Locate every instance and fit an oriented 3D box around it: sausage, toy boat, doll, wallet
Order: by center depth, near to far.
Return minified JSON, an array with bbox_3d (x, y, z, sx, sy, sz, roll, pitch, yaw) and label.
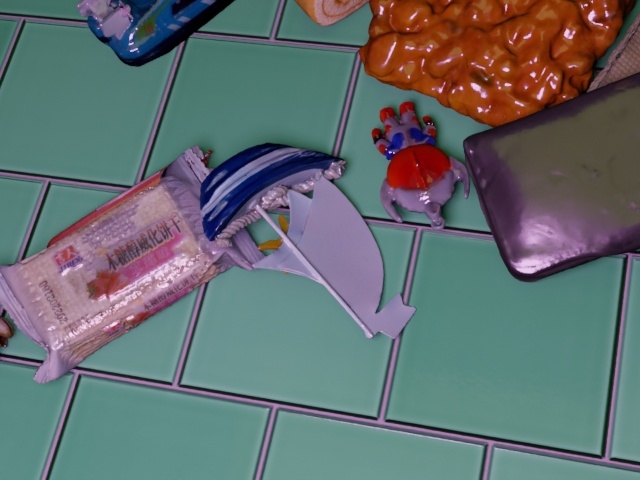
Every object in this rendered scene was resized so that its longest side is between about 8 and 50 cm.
[{"bbox_3d":[0.364,-0.093,1.272,0.377,0.051,0.197,-21,77,12],"label":"wallet"},{"bbox_3d":[0.000,0.000,1.329,0.220,0.067,0.291,-33,69,-34],"label":"toy boat"},{"bbox_3d":[0.117,-0.090,1.371,0.104,0.062,0.195,-7,54,-14],"label":"doll"},{"bbox_3d":[-0.245,-0.047,1.425,0.253,0.034,0.034,-32,64,-6],"label":"sausage"},{"bbox_3d":[-0.192,-0.378,1.547,0.299,0.092,0.134,-43,62,-11],"label":"toy boat"}]

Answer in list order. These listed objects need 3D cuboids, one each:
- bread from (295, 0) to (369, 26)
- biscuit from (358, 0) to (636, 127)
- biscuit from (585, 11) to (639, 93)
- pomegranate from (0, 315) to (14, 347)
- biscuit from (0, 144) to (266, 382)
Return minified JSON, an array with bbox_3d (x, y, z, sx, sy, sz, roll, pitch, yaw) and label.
[{"bbox_3d":[0.027,-0.366,1.484,0.149,0.122,0.073,-35,61,-9],"label":"bread"},{"bbox_3d":[0.226,-0.298,1.425,0.312,0.110,0.318,25,71,18],"label":"biscuit"},{"bbox_3d":[0.411,-0.206,1.362,0.121,0.040,0.199,38,74,-7],"label":"biscuit"},{"bbox_3d":[-0.478,0.063,1.344,0.210,0.179,0.179,0,63,-12],"label":"pomegranate"},{"bbox_3d":[-0.239,0.028,1.362,0.309,0.079,0.186,-30,70,-5],"label":"biscuit"}]
